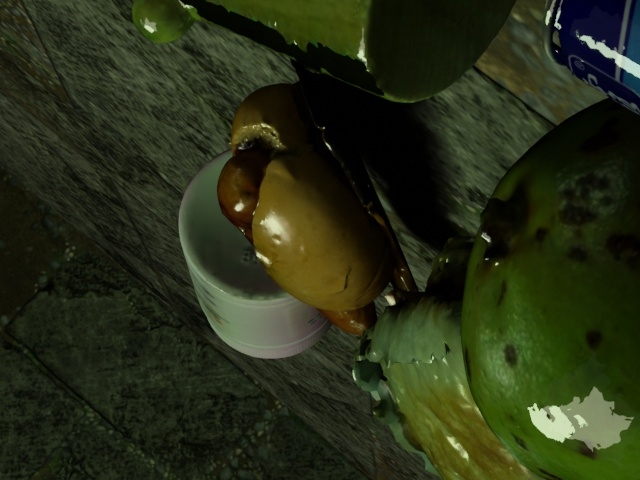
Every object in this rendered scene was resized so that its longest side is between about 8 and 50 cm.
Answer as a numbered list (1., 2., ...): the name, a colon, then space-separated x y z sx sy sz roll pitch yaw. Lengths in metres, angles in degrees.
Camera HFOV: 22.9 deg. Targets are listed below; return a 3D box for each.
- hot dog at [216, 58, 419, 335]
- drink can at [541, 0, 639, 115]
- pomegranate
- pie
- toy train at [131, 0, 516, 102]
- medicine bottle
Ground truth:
1. hot dog: -0.002 -0.006 1.216 0.326 0.107 0.194 63 -175 -46
2. drink can: 0.205 -0.052 0.606 0.235 0.097 0.097 37 167 25
3. pomegranate: 0.184 0.038 0.764 0.263 0.211 0.211 27 175 -24
4. pie: 0.232 0.142 1.034 0.418 0.180 0.395 11 148 53
5. toy train: -0.026 -0.175 0.671 0.307 0.189 0.126 28 155 37
6. medicine bottle: -0.051 0.017 1.513 0.152 0.152 0.254 40 167 11
